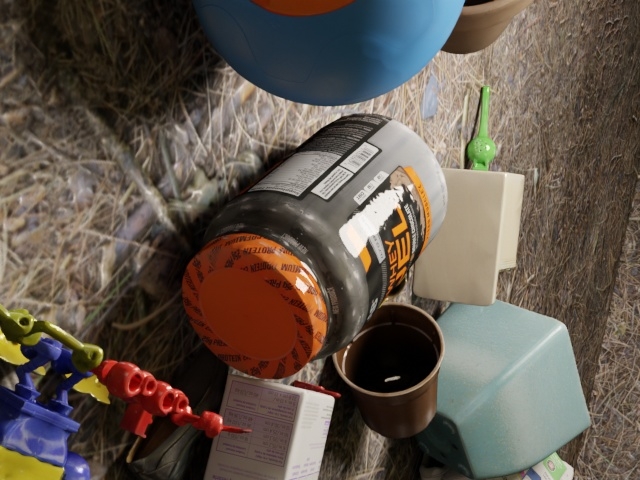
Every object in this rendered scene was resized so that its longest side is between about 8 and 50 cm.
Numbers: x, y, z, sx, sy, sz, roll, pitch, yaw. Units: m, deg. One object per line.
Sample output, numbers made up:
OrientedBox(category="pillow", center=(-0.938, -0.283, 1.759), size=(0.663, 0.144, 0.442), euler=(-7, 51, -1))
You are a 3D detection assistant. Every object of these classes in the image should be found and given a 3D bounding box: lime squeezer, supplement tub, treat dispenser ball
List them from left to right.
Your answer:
OrientedBox(category="supplement tub", center=(0.000, 0.000, 1.038), size=(0.338, 0.207, 0.207), euler=(-45, 135, -48))
OrientedBox(category="treat dispenser ball", center=(0.008, -0.282, 0.899), size=(0.288, 0.288, 0.288), euler=(-23, 116, -58))
OrientedBox(category="lime squeezer", center=(0.319, -0.148, 1.780), size=(0.110, 0.058, 0.311), euler=(-95, -177, -76))

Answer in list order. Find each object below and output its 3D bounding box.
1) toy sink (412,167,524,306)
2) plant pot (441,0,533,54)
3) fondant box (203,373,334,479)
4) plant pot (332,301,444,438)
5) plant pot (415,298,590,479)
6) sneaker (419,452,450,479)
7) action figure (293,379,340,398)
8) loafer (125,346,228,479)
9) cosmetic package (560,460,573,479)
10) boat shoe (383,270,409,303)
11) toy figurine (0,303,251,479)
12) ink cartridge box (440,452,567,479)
OrientedBox(category="toy sink", center=(0.268, -0.010, 1.596), size=(0.131, 0.152, 0.234), euler=(-2, 98, -62))
OrientedBox(category="plant pot", center=(0.217, -0.403, 1.346), size=(0.229, 0.262, 0.263), euler=(62, 41, -73))
OrientedBox(category="fondant box", center=(-0.075, 0.331, 1.029), size=(0.238, 0.096, 0.331), euler=(55, 46, -75))
OrientedBox(category="plant pot", center=(0.111, 0.209, 1.363), size=(0.165, 0.166, 0.167), euler=(77, 33, -48))
OrientedBox(category="plant pot", center=(0.292, 0.281, 1.597), size=(0.252, 0.247, 0.248), euler=(-36, 121, -25))
OrientedBox(category="sneaker", center=(0.260, 0.398, 1.748), size=(0.232, 0.090, 0.115), euler=(-58, 140, -40))
OrientedBox(category="action figure", center=(-0.006, 0.343, 1.194), size=(0.091, 0.139, 0.281), euler=(35, 68, -58))
OrientedBox(category="loafer", center=(-0.152, 0.185, 0.957), size=(0.061, 0.062, 0.170), euler=(55, 48, -45))
OrientedBox(category="cosmetic package", center=(0.341, 0.582, 1.776), size=(0.217, 0.156, 0.385), euler=(35, 54, -13))
OrientedBox(category="boat shoe", center=(0.084, 0.046, 1.313), size=(0.307, 0.104, 0.111), euler=(-42, 132, -51))
OrientedBox(category="toy figurine", center=(-0.240, 0.176, 0.669), size=(0.362, 0.191, 0.217), euler=(46, 62, -54))
OrientedBox(category="ink cartridge box", center=(0.350, 0.448, 1.690), size=(0.212, 0.093, 0.154), euler=(-36, 91, -36))
